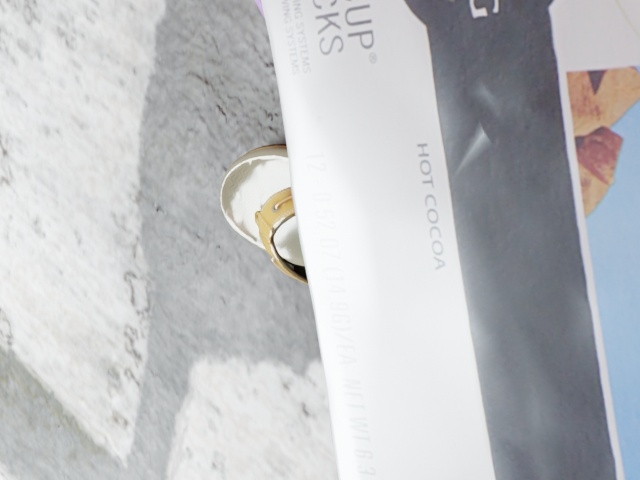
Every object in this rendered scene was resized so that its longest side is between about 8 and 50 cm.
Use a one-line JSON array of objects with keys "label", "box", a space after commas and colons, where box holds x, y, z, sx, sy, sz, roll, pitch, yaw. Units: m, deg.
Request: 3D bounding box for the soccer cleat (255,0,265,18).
[{"label": "soccer cleat", "box": [-0.012, -0.187, 0.827, 0.116, 0.108, 0.318, -31, 80, 52]}]

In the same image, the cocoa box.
[{"label": "cocoa box", "box": [0.190, -0.039, 0.455, 0.228, 0.347, 0.231, -1, 100, 47]}]

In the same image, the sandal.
[{"label": "sandal", "box": [0.000, 0.000, 0.904, 0.180, 0.049, 0.072, 34, 124, 37]}]
